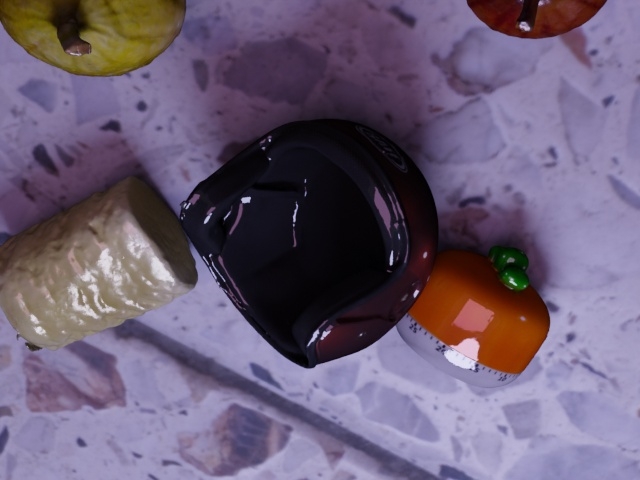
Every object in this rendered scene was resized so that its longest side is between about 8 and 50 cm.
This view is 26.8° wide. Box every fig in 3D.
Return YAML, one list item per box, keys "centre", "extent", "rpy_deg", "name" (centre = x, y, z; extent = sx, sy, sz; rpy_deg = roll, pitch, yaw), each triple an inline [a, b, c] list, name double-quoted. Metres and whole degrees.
- centre: [0.160, -0.214, 1.056]
  extent: [0.128, 0.150, 0.128]
  rpy_deg: [25, 126, 40]
  name: "fig"
- centre: [-0.183, -0.186, 1.064]
  extent: [0.159, 0.257, 0.159]
  rpy_deg: [-2, 114, -5]
  name: "fig"

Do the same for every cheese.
- centre: [-0.210, 0.025, 1.237]
  extent: [0.167, 0.094, 0.123]
  rpy_deg: [-24, 104, 18]
  name: "cheese"

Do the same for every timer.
- centre: [0.142, 0.057, 1.187]
  extent: [0.136, 0.099, 0.136]
  rpy_deg: [-1, 109, -3]
  name: "timer"

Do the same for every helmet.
- centre: [0.000, 0.000, 1.132]
  extent: [0.189, 0.193, 0.216]
  rpy_deg: [45, 124, 22]
  name: "helmet"
